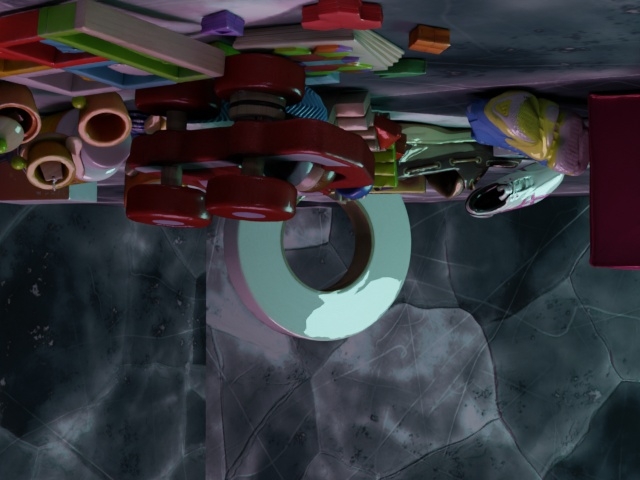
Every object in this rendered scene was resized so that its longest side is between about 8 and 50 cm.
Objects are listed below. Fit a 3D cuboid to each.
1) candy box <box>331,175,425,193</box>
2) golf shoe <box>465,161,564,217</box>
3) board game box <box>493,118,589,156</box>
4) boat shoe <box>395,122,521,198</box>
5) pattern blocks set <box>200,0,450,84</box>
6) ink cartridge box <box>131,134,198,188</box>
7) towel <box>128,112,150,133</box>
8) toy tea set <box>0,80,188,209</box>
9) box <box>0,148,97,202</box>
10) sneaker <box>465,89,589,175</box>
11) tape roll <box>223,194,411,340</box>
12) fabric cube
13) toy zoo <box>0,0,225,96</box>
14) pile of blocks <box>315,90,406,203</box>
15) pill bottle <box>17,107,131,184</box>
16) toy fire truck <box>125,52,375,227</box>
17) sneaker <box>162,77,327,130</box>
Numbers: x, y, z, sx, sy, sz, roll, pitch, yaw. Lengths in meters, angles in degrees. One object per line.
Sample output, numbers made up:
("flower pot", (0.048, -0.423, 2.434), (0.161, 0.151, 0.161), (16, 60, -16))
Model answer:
("candy box", (0.102, -0.140, 1.989), (0.187, 0.109, 0.053), (-1, 178, 9))
("golf shoe", (0.346, -0.087, 1.895), (0.186, 0.067, 0.086), (-25, 178, 12))
("board game box", (0.476, -0.170, 1.922), (0.193, 0.053, 0.305), (-1, 178, 45))
("boat shoe", (0.227, -0.135, 1.906), (0.342, 0.123, 0.123), (2, 178, -39))
("pattern blocks set", (-0.001, -0.208, 1.176), (0.285, 0.026, 0.325), (-1, 178, 31))
("ink cartridge box", (-0.200, -0.124, 1.736), (0.154, 0.093, 0.212), (1, -177, -30))
("towel", (-0.153, -0.189, 1.793), (0.336, 0.040, 0.243), (2, 180, 3))
("toy tea set", (-0.308, -0.112, 1.482), (0.336, 0.124, 0.200), (3, 137, -23))
("box", (-0.498, -0.132, 1.928), (0.170, 0.130, 0.091), (-1, 179, 20))
("sneaker", (0.302, -0.164, 1.581), (0.126, 0.091, 0.240), (13, 170, 43))
("tape roll", (0.000, 0.000, 2.087), (0.392, 0.392, 0.072), (1, 179, -28))
("fabric cube", (0.534, -0.081, 1.585), (0.259, 0.254, 0.258), (0, 179, 20))
("toy zoo", (-0.272, -0.196, 1.140), (0.293, 0.030, 0.192), (0, 173, 37))
("pile of blocks", (0.072, -0.133, 1.612), (0.113, 0.149, 0.362), (0, 178, 16))
("pill bottle", (-0.380, -0.146, 1.671), (0.117, 0.117, 0.215), (1, 177, -37))
("toy fire truck", (-0.069, -0.095, 1.251), (0.302, 0.169, 0.254), (-2, 171, 37))
("sneaker", (-0.102, -0.177, 1.406), (0.229, 0.087, 0.092), (8, -178, -19))
